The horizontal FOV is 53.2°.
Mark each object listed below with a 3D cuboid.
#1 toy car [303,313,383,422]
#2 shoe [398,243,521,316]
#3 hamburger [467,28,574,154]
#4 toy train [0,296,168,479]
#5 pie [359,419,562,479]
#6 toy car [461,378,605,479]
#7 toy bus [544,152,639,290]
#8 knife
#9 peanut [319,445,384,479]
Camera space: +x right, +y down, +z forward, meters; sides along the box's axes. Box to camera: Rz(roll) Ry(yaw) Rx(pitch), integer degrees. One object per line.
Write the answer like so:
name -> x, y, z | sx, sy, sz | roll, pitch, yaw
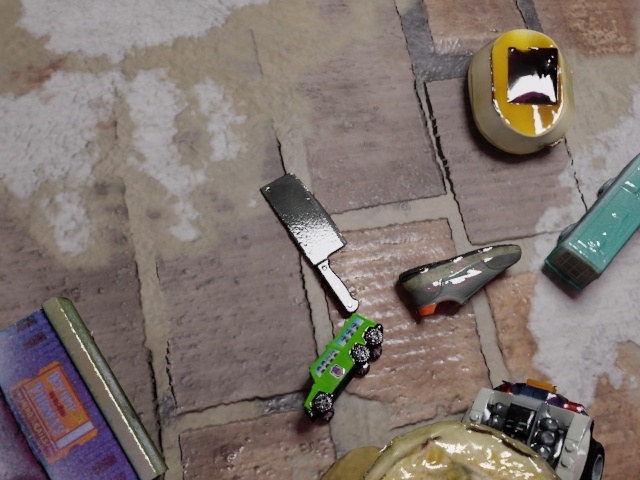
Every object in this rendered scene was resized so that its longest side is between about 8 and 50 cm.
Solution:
toy car -> 0.027, 0.180, 0.905 | 0.062, 0.071, 0.165 | 34, 71, 19
shoe -> 0.219, 0.059, 0.974 | 0.194, 0.074, 0.077 | -15, 87, -10
hamburger -> 0.335, -0.246, 1.065 | 0.173, 0.116, 0.210 | -2, 77, 0
toy train -> -0.342, 0.230, 0.802 | 0.202, 0.131, 0.299 | -30, 80, -18
pie -> 0.160, 0.337, 0.709 | 0.274, 0.055, 0.274 | 2, 69, -4
toy car -> 0.242, 0.325, 0.828 | 0.193, 0.118, 0.301 | 9, 67, 40
toy bus -> 0.468, -0.036, 1.019 | 0.091, 0.109, 0.261 | 41, 70, 12
knife -> 0.000, 0.000, 0.983 | 0.072, 0.019, 0.245 | -30, 77, -17
peanut -> 0.019, 0.441, 0.768 | 0.192, 0.169, 0.387 | 27, 68, -10
